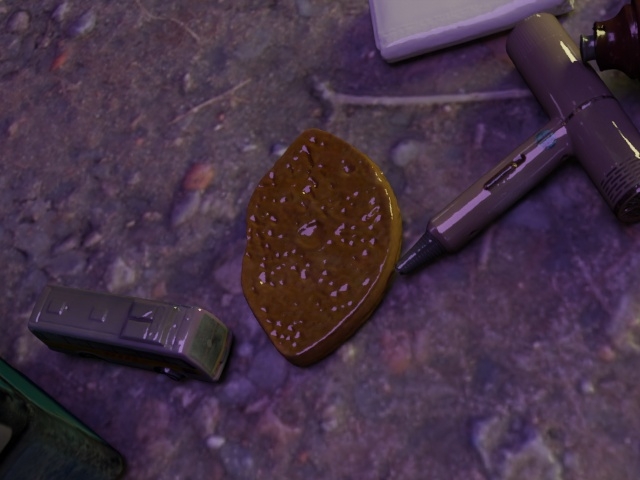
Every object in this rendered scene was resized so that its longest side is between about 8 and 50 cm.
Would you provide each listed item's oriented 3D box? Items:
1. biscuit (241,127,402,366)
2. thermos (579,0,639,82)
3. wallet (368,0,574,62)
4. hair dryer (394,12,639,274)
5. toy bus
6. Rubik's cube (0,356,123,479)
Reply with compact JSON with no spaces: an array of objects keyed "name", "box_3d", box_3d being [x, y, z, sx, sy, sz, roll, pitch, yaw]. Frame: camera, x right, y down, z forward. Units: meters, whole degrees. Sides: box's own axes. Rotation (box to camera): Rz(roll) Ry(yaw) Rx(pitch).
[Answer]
[{"name":"biscuit","box_3d":[0.000,0.000,0.826,0.142,0.029,0.220,-9,62,18]},{"name":"thermos","box_3d":[0.320,-0.166,0.745,0.232,0.124,0.099,-6,104,15]},{"name":"wallet","box_3d":[0.138,-0.225,0.883,0.190,0.033,0.095,-16,62,14]},{"name":"hair dryer","box_3d":[0.144,-0.062,0.799,0.220,0.053,0.195,-30,58,12]},{"name":"toy bus","box_3d":[-0.164,0.079,0.826,0.172,0.072,0.057,7,64,23]},{"name":"Rubik's cube","box_3d":[-0.400,0.178,0.725,0.316,0.318,0.313,30,77,29]}]
